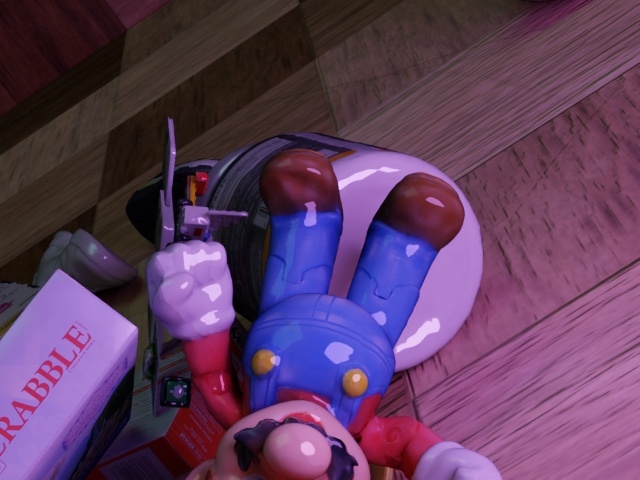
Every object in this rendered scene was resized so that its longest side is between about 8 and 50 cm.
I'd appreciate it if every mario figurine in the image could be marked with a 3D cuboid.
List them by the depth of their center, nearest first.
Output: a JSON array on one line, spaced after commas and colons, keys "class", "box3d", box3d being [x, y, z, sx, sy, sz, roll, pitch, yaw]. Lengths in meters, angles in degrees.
[{"class": "mario figurine", "box3d": [0.002, 0.082, 0.994, 0.198, 0.170, 0.320, -12, 49, 32]}]

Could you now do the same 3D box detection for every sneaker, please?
[{"class": "sneaker", "box3d": [-0.122, -0.061, 1.770, 0.097, 0.084, 0.234, -45, 21, -30]}, {"class": "sneaker", "box3d": [-0.261, 0.044, 1.796, 0.094, 0.080, 0.212, -53, 16, -14]}]

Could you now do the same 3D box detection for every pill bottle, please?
[{"class": "pill bottle", "box3d": [0.000, 0.000, 1.292, 0.162, 0.162, 0.278, -39, 18, -10]}]

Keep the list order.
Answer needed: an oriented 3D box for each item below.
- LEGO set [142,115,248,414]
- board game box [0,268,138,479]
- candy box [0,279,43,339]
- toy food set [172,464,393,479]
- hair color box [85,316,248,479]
[{"class": "LEGO set", "box3d": [-0.101, 0.029, 1.294, 0.060, 0.182, 0.244, 4, 22, -9]}, {"class": "board game box", "box3d": [-0.237, 0.195, 1.084, 0.319, 0.066, 0.318, -54, -4, -16]}, {"class": "candy box", "box3d": [-0.349, 0.117, 1.747, 0.159, 0.071, 0.233, -42, 20, -21]}, {"class": "toy food set", "box3d": [-0.044, 0.168, 1.096, 0.218, 0.071, 0.128, -39, 19, -11]}, {"class": "hair color box", "box3d": [-0.114, 0.135, 1.330, 0.093, 0.053, 0.167, -26, 22, 30]}]
